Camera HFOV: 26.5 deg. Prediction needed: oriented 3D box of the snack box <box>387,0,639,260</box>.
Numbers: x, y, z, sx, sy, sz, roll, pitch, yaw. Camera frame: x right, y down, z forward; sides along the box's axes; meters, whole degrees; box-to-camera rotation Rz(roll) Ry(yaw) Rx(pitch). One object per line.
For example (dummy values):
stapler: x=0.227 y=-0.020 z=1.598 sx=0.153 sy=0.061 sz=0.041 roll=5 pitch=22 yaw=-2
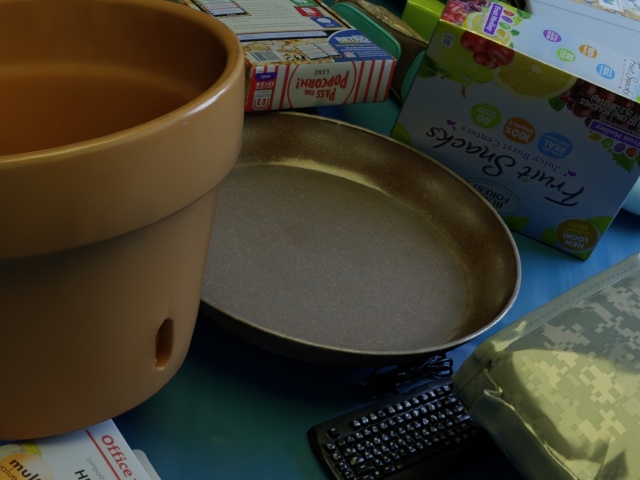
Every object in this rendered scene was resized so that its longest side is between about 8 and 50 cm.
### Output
snack box: x=0.174 y=-0.097 z=1.164 sx=0.207 sy=0.174 sz=0.070 roll=24 pitch=43 yaw=1

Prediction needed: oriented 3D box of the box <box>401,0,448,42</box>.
box: x=0.181 y=-0.205 z=1.380 sx=0.178 sy=0.042 sz=0.109 roll=30 pitch=37 yaw=14

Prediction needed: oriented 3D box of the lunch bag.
lunch bag: x=0.245 y=0.139 z=0.936 sx=0.287 sy=0.169 sz=0.235 roll=-17 pitch=57 yaw=-42

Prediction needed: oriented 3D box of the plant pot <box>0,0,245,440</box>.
plant pot: x=-0.185 y=-0.016 z=0.841 sx=0.290 sy=0.203 sz=0.291 roll=-2 pitch=28 yaw=1

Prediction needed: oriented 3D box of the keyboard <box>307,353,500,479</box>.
keyboard: x=0.076 y=0.120 z=0.984 sx=0.192 sy=0.038 sz=0.100 roll=-15 pitch=52 yaw=-37

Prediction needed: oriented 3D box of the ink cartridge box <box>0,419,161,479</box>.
ink cartridge box: x=-0.153 y=0.170 z=0.804 sx=0.181 sy=0.062 sz=0.104 roll=-15 pitch=53 yaw=-37

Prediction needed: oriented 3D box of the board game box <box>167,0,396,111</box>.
board game box: x=-0.046 y=-0.182 z=1.226 sx=0.146 sy=0.045 sz=0.193 roll=-7 pitch=35 yaw=-31

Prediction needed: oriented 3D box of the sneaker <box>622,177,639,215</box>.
sneaker: x=0.272 y=-0.135 z=1.312 sx=0.151 sy=0.094 sz=0.256 roll=18 pitch=40 yaw=-6

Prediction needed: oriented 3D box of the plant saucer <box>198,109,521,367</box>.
plant saucer: x=0.000 y=0.000 z=1.052 sx=0.310 sy=0.050 sz=0.311 roll=11 pitch=35 yaw=-8

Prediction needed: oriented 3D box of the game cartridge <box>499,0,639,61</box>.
game cartridge: x=0.262 y=-0.241 z=1.297 sx=0.198 sy=0.062 sz=0.297 roll=10 pitch=47 yaw=-13

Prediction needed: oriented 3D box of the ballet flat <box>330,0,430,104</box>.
ballet flat: x=0.093 y=-0.164 z=1.288 sx=0.206 sy=0.073 sz=0.067 roll=46 pitch=31 yaw=21
